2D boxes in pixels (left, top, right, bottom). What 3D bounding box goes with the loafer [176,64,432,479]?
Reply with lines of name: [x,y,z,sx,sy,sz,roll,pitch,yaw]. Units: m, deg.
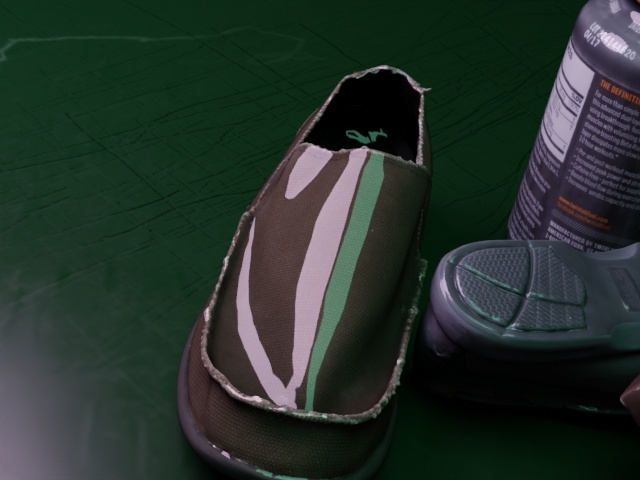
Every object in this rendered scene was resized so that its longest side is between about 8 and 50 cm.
loafer: [0.000,0.000,0.737,0.133,0.130,0.366,12,36,-1]

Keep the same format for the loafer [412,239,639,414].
loafer: [0.202,0.063,0.755,0.302,0.095,0.109,6,47,-15]

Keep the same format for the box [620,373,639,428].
box: [0.281,0.098,0.568,0.203,0.168,0.167,54,21,11]

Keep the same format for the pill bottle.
pill bottle: [0.221,-0.084,0.820,0.130,0.246,0.130,8,37,-6]
